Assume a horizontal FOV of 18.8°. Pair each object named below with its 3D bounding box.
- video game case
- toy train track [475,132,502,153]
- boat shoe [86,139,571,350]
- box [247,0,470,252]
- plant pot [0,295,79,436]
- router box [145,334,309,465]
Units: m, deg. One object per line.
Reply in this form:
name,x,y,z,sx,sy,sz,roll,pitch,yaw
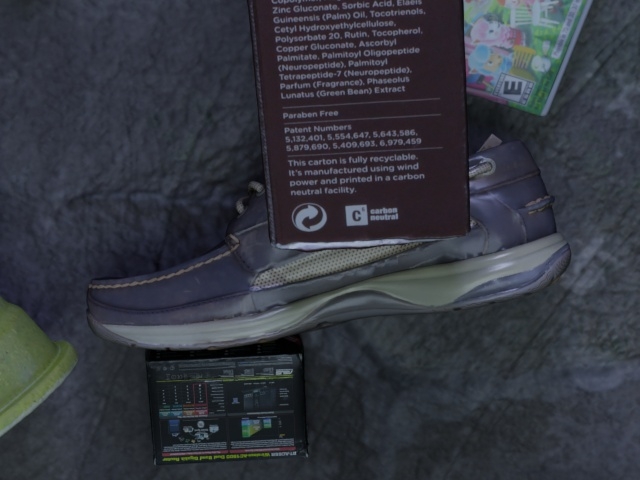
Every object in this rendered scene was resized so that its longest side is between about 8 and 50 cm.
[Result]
video game case,0.108,-0.212,1.365,0.193,0.023,0.212,17,111,-9
toy train track,0.106,-0.045,1.442,0.048,0.014,0.083,35,101,-8
boat shoe,0.000,0.000,1.410,0.355,0.132,0.130,-10,90,6
box,0.021,-0.204,1.225,0.143,0.191,0.381,-4,124,4
plant pot,-0.353,0.051,1.348,0.276,0.276,0.254,-30,99,10
router box,-0.071,0.123,1.490,0.122,0.038,0.092,-2,112,-1
